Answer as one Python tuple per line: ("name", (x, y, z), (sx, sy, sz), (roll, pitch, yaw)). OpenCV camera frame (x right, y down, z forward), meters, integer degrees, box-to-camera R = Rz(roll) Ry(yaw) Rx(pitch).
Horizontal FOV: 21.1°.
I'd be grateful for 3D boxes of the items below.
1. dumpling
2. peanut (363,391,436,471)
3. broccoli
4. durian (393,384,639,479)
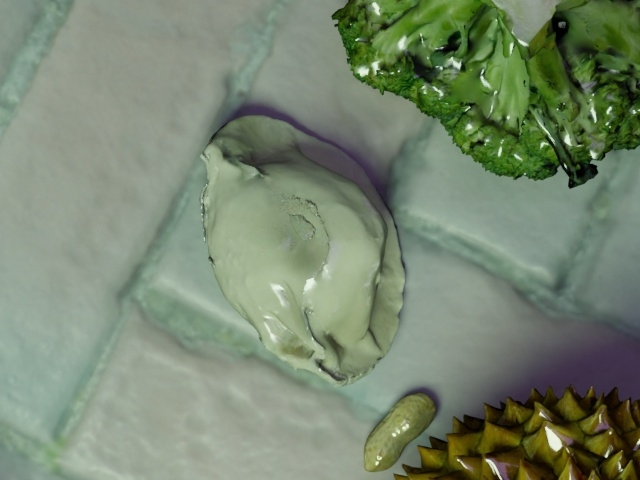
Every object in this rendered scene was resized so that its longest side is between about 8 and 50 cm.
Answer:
("dumpling", (0.000, 0.000, 1.431), (0.172, 0.142, 0.247), (-10, 73, -43))
("peanut", (0.065, 0.161, 1.446), (0.037, 0.037, 0.083), (38, 78, 0))
("broccoli", (0.170, -0.212, 1.394), (0.304, 0.283, 0.321), (19, 95, 10))
("durian", (0.178, 0.279, 1.282), (0.384, 0.348, 0.347), (-22, 82, 34))
